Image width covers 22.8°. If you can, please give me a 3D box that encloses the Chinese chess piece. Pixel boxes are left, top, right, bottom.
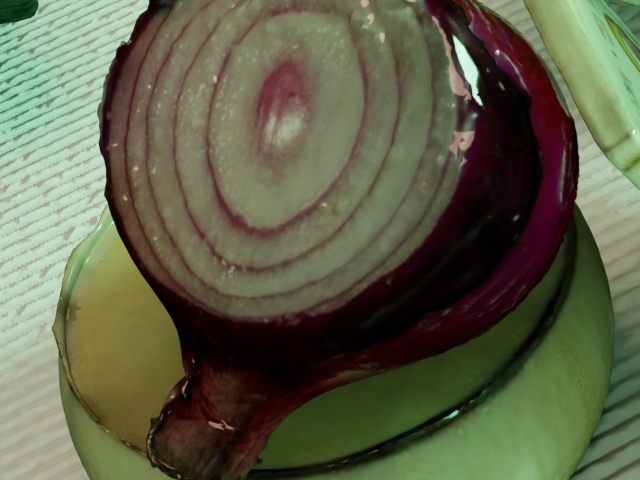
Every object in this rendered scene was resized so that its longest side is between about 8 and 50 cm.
[{"bbox_3d":[0.006,0.044,0.735,0.257,0.104,0.257,-9,42,8],"label":"Chinese chess piece"}]

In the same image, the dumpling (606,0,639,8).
[{"bbox_3d":[0.248,-0.241,0.877,0.320,0.212,0.270,-29,28,13],"label":"dumpling"}]

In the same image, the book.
[{"bbox_3d":[0.164,-0.026,0.674,0.022,0.232,0.162,-38,37,18],"label":"book"}]

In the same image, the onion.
[{"bbox_3d":[0.000,0.000,0.618,0.195,0.140,0.218,17,90,30],"label":"onion"}]

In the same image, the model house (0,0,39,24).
[{"bbox_3d":[-0.382,-0.180,0.985,0.382,0.335,0.343,-16,51,-5],"label":"model house"}]
